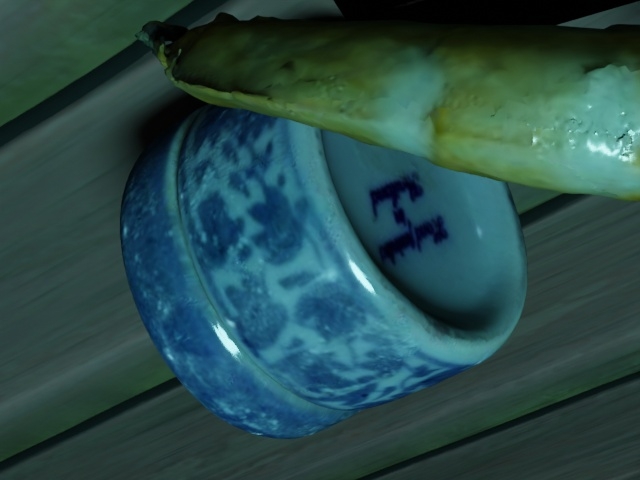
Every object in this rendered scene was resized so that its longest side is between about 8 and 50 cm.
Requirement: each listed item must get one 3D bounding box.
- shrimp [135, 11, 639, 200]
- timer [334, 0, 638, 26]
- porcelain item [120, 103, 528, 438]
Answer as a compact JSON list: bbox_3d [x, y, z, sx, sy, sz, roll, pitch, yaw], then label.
[{"bbox_3d":[0.101,-0.041,0.432,0.287,0.068,0.185,-6,-166,-18],"label":"shrimp"},{"bbox_3d":[0.058,-0.131,0.452,0.144,0.055,0.187,-14,155,15],"label":"timer"},{"bbox_3d":[0.000,0.000,0.572,0.114,0.147,0.147,-29,145,33],"label":"porcelain item"}]
